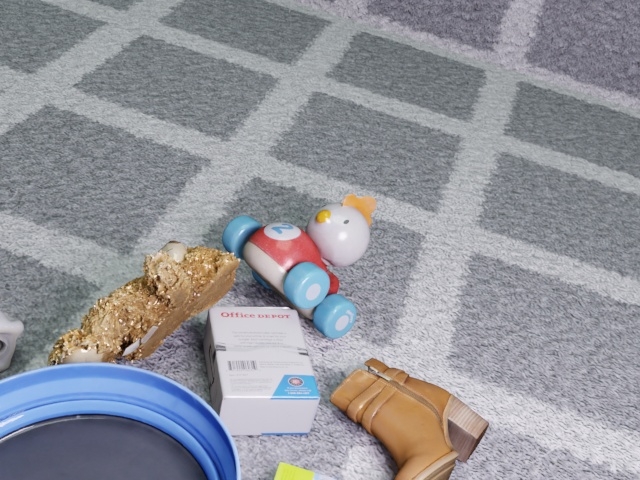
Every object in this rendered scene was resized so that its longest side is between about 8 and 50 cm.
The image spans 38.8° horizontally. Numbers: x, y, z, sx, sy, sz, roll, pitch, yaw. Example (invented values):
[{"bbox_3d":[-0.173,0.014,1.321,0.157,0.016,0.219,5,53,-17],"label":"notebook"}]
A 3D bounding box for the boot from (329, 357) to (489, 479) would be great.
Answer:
[{"bbox_3d":[0.108,0.278,1.350,0.220,0.109,0.283,29,33,20],"label":"boot"}]

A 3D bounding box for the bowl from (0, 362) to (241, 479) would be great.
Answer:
[{"bbox_3d":[-0.285,0.299,1.037,0.391,0.077,0.391,3,36,-2],"label":"bowl"}]

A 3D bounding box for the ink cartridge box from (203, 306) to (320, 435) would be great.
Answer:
[{"bbox_3d":[-0.097,0.199,1.413,0.148,0.086,0.203,3,35,-15],"label":"ink cartridge box"}]

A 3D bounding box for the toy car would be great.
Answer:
[{"bbox_3d":[0.000,0.000,1.556,0.238,0.210,0.219,-49,48,-8],"label":"toy car"}]

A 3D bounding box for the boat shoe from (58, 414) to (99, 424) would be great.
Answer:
[{"bbox_3d":[-0.271,0.277,1.251,0.257,0.095,0.095,17,18,-4],"label":"boat shoe"}]

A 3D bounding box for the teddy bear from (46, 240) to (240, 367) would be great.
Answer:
[{"bbox_3d":[-0.276,0.103,1.355,0.113,0.245,0.338,42,70,15],"label":"teddy bear"}]

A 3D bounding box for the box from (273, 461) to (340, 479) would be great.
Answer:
[{"bbox_3d":[0.013,0.378,1.238,0.178,0.042,0.109,16,34,3],"label":"box"}]

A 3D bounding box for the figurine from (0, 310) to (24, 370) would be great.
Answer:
[{"bbox_3d":[-0.582,0.122,1.353,0.214,0.092,0.209,-15,40,-37],"label":"figurine"}]
